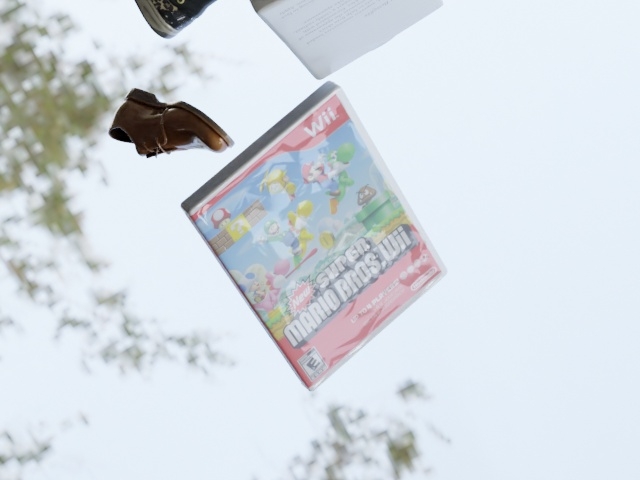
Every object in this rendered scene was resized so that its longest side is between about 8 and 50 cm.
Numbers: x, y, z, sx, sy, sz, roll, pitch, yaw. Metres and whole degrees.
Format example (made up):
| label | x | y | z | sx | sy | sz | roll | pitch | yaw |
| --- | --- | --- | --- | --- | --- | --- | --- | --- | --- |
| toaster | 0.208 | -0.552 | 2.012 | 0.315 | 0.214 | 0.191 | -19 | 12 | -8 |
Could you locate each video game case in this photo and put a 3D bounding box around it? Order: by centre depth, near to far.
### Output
| label | x | y | z | sx | sy | sz | roll | pitch | yaw |
| --- | --- | --- | --- | --- | --- | --- | --- | --- | --- |
| video game case | 0.000 | 0.000 | 1.990 | 0.204 | 0.285 | 0.025 | -41 | -143 | -11 |

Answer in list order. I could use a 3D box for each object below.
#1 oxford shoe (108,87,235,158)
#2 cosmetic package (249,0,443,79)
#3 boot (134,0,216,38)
| label | x | y | z | sx | sy | sz | roll | pitch | yaw |
| --- | --- | --- | --- | --- | --- | --- | --- | --- | --- |
| oxford shoe | -0.182 | -0.126 | 2.322 | 0.212 | 0.076 | 0.076 | 15 | -117 | 50 |
| cosmetic package | 0.003 | -0.280 | 1.857 | 0.151 | 0.184 | 0.151 | -30 | -114 | 8 |
| boot | -0.188 | -0.402 | 2.495 | 0.179 | 0.236 | 0.085 | -25 | -174 | 27 |
